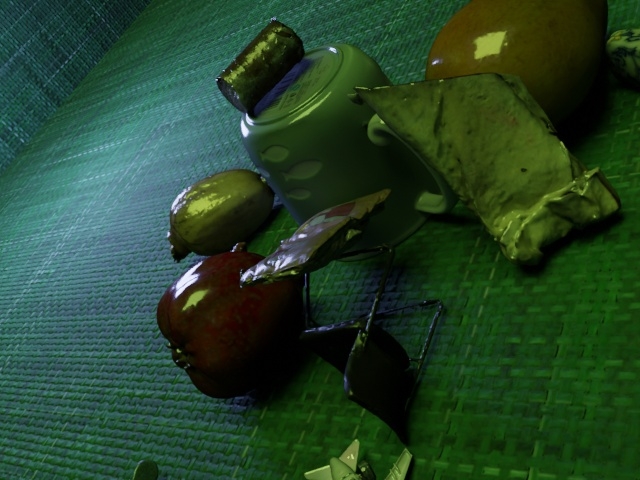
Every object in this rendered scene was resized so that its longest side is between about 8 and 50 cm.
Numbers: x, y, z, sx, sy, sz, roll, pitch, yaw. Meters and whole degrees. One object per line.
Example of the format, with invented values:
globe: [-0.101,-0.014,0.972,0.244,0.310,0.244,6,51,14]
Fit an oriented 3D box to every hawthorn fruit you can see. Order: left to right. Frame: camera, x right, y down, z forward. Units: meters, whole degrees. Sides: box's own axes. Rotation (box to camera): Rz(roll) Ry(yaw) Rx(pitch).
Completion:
hawthorn fruit: [-0.109,0.108,1.086,0.248,0.208,0.208,-29,29,-19]

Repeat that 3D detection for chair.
chair: [0.052,0.140,0.937,0.145,0.140,0.221,-17,43,36]

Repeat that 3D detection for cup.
cup: [0.057,-0.141,1.141,0.259,0.274,0.357,-51,33,-16]

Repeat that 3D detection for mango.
mango: [0.310,-0.291,1.129,0.264,0.221,0.378,-15,24,51]

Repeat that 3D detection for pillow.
pillow: [0.000,0.000,0.982,0.135,0.049,0.248,-16,13,35]

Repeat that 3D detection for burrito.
burrito: [0.217,-0.124,0.947,0.175,0.348,0.107,-45,-2,-2]

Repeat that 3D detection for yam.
yam: [-0.090,-0.267,1.117,0.141,0.079,0.079,-47,33,-9]

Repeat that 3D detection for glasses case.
glasses case: [0.497,-0.238,0.997,0.065,0.087,0.248,-41,34,-11]

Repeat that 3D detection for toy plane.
toy plane: [0.046,0.297,0.818,0.162,0.065,0.171,-32,27,-9]

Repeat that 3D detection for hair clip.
hair clip: [-0.253,0.415,0.994,0.070,0.039,0.229,-47,33,27]

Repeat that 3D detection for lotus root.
lotus root: [-0.200,-0.059,1.424,0.257,0.140,0.154,-32,39,0]

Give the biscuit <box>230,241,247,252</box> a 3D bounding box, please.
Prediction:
biscuit: [-0.159,0.075,1.253,0.025,0.126,0.206,14,45,0]
